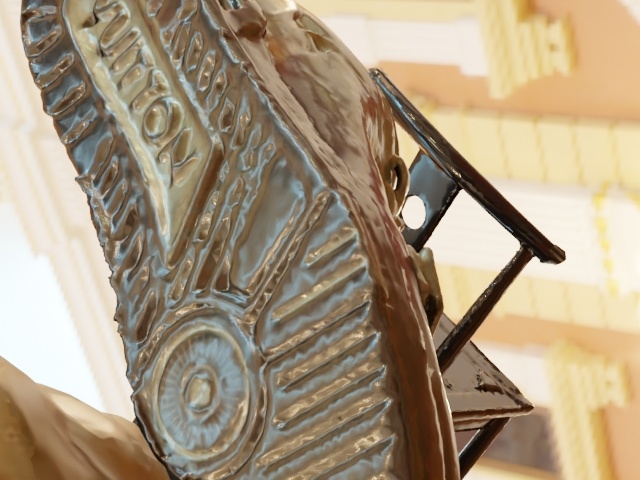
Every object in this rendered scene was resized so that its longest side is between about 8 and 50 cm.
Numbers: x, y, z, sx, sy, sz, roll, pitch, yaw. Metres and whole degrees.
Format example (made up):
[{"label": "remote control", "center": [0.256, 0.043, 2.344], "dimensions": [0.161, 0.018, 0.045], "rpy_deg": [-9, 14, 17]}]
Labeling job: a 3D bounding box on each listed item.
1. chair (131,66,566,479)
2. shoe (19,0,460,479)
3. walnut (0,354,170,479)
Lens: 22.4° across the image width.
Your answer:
[{"label": "chair", "center": [0.030, 0.055, 0.892], "dimensions": [0.141, 0.154, 0.260], "rpy_deg": [5, -53, -55]}, {"label": "shoe", "center": [-0.001, 0.002, 0.594], "dimensions": [0.149, 0.109, 0.293], "rpy_deg": [16, -139, -51]}, {"label": "walnut", "center": [-0.200, 0.199, 0.696], "dimensions": [0.383, 0.383, 0.384], "rpy_deg": [-16, -70, -53]}]
